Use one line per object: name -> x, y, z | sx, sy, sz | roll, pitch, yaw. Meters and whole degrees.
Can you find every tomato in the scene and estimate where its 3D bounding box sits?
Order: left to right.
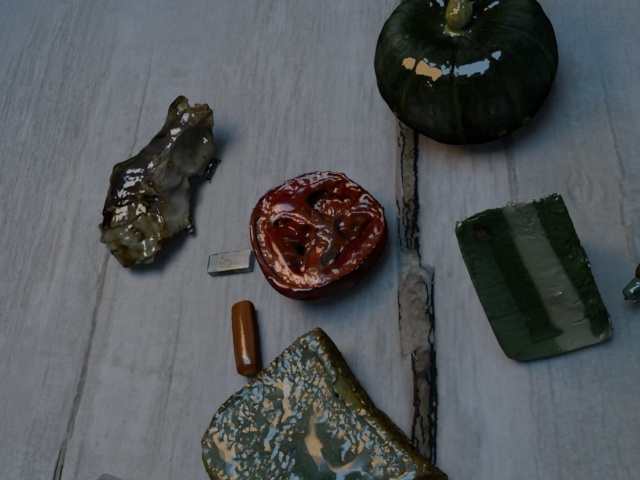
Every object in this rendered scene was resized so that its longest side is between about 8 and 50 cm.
tomato -> 0.001, 0.004, 1.359 | 0.228, 0.101, 0.227 | -7, 59, 12

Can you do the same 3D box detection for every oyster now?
oyster -> -0.293, -0.107, 1.546 | 0.198, 0.133, 0.337 | 30, 82, 28

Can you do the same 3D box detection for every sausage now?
sausage -> -0.121, 0.161, 1.354 | 0.039, 0.041, 0.131 | -15, 56, 11

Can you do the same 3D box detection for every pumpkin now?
pumpkin -> 0.236, -0.299, 1.357 | 0.300, 0.207, 0.300 | -7, 58, 11

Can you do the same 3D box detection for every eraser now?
eraser -> -0.157, 0.039, 1.459 | 0.083, 0.019, 0.038 | -8, 60, 22

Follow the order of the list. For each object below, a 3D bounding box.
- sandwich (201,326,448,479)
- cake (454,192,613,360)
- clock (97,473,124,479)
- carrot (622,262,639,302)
sandwich -> -0.017, 0.308, 1.180 | 0.271, 0.099, 0.301 | -41, 53, -2
cake -> 0.281, 0.056, 1.089 | 0.158, 0.283, 0.172 | -21, 71, 14
clock -> -0.301, 0.463, 1.244 | 0.150, 0.063, 0.197 | 10, 66, 29
carrot -> 0.551, -0.009, 1.130 | 0.336, 0.069, 0.069 | -31, 52, -2
